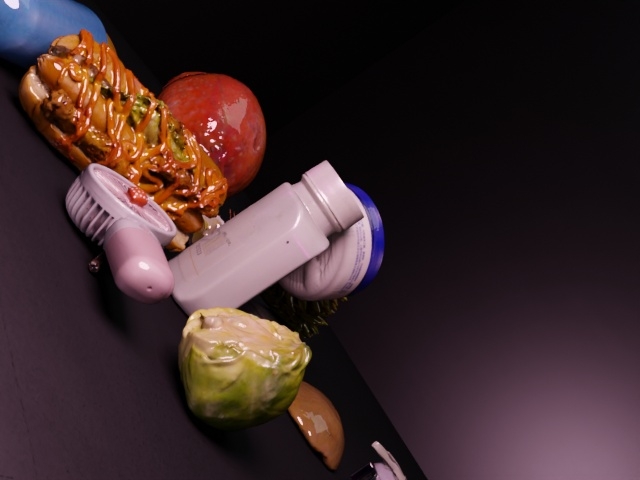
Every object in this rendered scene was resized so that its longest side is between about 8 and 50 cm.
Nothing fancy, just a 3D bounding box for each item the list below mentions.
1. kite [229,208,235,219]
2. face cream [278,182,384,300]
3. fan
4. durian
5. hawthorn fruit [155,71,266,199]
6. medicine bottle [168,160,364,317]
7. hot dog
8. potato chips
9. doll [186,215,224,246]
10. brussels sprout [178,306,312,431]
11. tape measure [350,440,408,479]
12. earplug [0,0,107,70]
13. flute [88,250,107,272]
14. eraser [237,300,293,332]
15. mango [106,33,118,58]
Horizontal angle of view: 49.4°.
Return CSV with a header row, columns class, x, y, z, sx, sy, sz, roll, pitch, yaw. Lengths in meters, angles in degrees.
class,x,y,z,sx,sy,sz,roll,pitch,yaw
kite,-0.177,0.022,1.391,0.244,0.006,0.197,95,-4,-68
face cream,0.000,0.000,1.195,0.111,0.206,0.206,0,46,-45
fan,-0.213,-0.007,0.782,0.130,0.074,0.244,39,6,-36
durian,-0.050,0.079,1.415,0.198,0.163,0.394,48,9,20
hawthorn fruit,-0.247,-0.184,1.413,0.276,0.276,0.307,55,23,-30
medicine bottle,-0.084,0.003,1.049,0.111,0.296,0.161,54,0,-27
hot dog,-0.255,-0.129,0.972,0.117,0.158,0.348,15,-28,44
potato chips,-0.005,0.322,1.282,0.195,0.062,0.208,53,2,16
doll,-0.221,-0.012,1.392,0.207,0.081,0.129,97,-13,-88
brussels sprout,-0.096,0.152,0.798,0.152,0.122,0.149,18,7,-17
tape measure,0.132,0.479,1.248,0.196,0.105,0.178,53,1,-38
earplug,-0.404,-0.298,0.965,0.132,0.132,0.273,55,4,-4
flute,-0.257,0.006,0.873,0.014,0.014,0.269,55,1,-12
eraser,-0.106,0.172,1.323,0.089,0.061,0.352,52,-1,12
mango,-0.410,-0.308,1.239,0.253,0.113,0.138,58,-9,10
